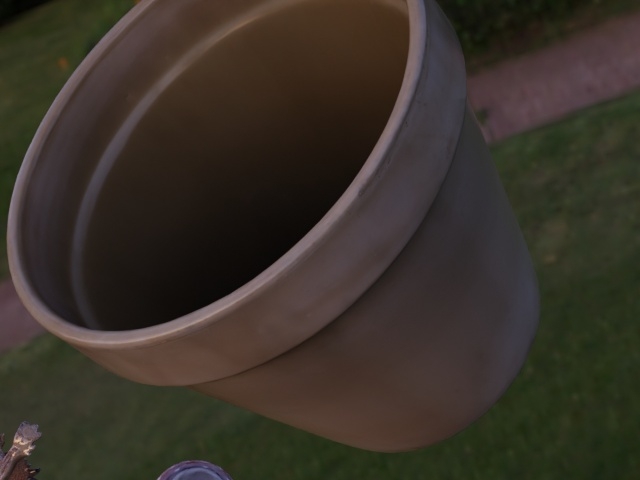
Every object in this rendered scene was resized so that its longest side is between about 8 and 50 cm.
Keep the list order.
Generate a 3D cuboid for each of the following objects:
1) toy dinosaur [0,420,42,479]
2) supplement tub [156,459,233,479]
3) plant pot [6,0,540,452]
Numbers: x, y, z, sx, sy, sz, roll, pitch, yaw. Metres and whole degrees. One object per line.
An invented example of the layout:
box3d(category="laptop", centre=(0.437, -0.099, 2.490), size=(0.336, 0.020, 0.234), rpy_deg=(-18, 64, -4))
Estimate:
box3d(category="toy dinosaur", centre=(-0.357, 0.300, 1.830), size=(0.127, 0.200, 0.296), rpy_deg=(11, 61, 5))
box3d(category="supplement tub", centre=(-0.143, 0.304, 2.001), size=(0.106, 0.106, 0.198), rpy_deg=(-25, -11, -13))
box3d(category="plant pot", centre=(0.000, 0.000, 1.207), size=(0.323, 0.280, 0.323), rpy_deg=(-23, 44, 24))
